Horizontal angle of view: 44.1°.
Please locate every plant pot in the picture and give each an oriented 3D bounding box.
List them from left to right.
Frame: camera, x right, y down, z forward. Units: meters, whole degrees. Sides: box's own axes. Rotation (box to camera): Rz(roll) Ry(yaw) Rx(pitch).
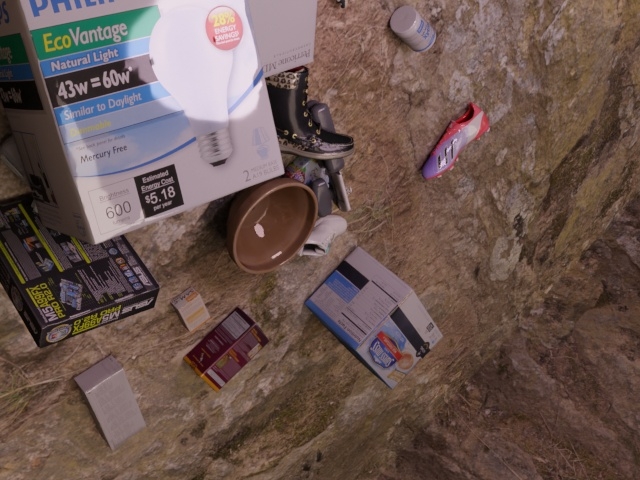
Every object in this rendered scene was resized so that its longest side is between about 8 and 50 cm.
[{"bbox_3d":[-0.129,-0.050,1.779,0.237,0.110,0.237,-29,138,-29],"label":"plant pot"}]

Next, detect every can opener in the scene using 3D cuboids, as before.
[{"bbox_3d":[0.010,-0.177,1.790,0.093,0.074,0.280,-26,122,-23],"label":"can opener"}]

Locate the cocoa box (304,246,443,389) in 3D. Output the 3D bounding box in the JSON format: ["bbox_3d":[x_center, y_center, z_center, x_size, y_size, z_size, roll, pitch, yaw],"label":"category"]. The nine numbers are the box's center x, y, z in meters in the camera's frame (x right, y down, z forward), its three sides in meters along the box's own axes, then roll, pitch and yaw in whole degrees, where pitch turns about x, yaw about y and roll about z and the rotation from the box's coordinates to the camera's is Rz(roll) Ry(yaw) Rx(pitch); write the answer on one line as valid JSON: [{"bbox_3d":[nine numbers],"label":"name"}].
[{"bbox_3d":[0.157,0.227,2.245,0.228,0.231,0.347,-46,145,-6],"label":"cocoa box"}]

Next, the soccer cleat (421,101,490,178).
[{"bbox_3d":[0.360,-0.272,2.178,0.248,0.083,0.095,-43,115,-4],"label":"soccer cleat"}]

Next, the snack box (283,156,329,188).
[{"bbox_3d":[-0.024,-0.144,1.874,0.100,0.037,0.141,-44,143,-14],"label":"snack box"}]

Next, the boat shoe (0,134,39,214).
[{"bbox_3d":[-0.456,-0.082,1.341,0.081,0.079,0.227,-37,105,0],"label":"boat shoe"}]

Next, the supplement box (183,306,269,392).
[{"bbox_3d":[-0.233,0.272,1.976,0.188,0.081,0.104,-44,144,-11],"label":"supplement box"}]

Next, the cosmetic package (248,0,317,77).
[{"bbox_3d":[-0.122,-0.479,1.357,0.217,0.156,0.385,-29,139,-32],"label":"cosmetic package"}]

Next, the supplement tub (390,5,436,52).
[{"bbox_3d":[0.213,-0.483,1.810,0.071,0.071,0.107,-57,146,8],"label":"supplement tub"}]

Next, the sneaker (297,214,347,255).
[{"bbox_3d":[0.000,0.000,1.984,0.212,0.094,0.080,-20,133,-38],"label":"sneaker"}]

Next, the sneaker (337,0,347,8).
[{"bbox_3d":[0.029,-0.507,1.620,0.037,0.032,0.083,-33,138,-3],"label":"sneaker"}]

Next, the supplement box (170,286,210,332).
[{"bbox_3d":[-0.301,0.161,1.837,0.062,0.036,0.098,-37,143,-19],"label":"supplement box"}]

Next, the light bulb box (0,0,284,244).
[{"bbox_3d":[-0.287,-0.231,1.227,0.358,0.225,0.361,-25,113,-33],"label":"light bulb box"}]

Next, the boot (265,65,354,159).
[{"bbox_3d":[-0.029,-0.269,1.652,0.237,0.085,0.178,6,118,-12],"label":"boot"}]

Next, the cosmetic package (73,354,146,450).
[{"bbox_3d":[-0.478,0.373,1.806,0.099,0.060,0.239,-34,142,-27],"label":"cosmetic package"}]

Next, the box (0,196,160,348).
[{"bbox_3d":[-0.438,0.034,1.359,0.216,0.270,0.060,-21,150,-38],"label":"box"}]
